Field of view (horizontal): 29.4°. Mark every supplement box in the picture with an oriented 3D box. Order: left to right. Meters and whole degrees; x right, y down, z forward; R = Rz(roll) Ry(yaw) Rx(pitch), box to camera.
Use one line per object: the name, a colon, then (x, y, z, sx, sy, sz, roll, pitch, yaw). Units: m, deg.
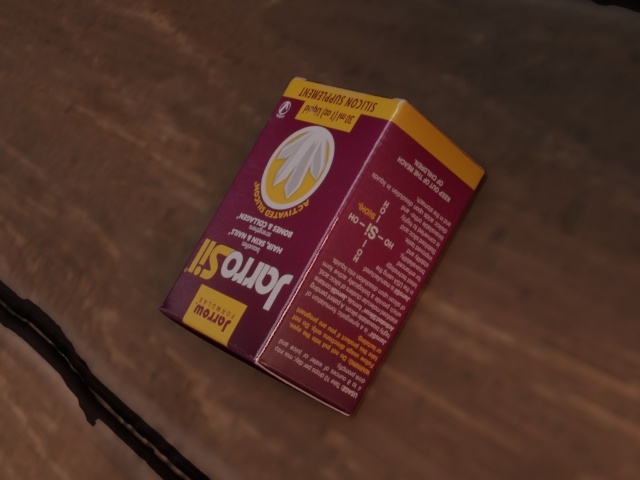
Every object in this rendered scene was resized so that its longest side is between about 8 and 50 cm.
supplement box: (0.000, 0.000, 0.356, 0.055, 0.043, 0.083, 20, 78, 50)
